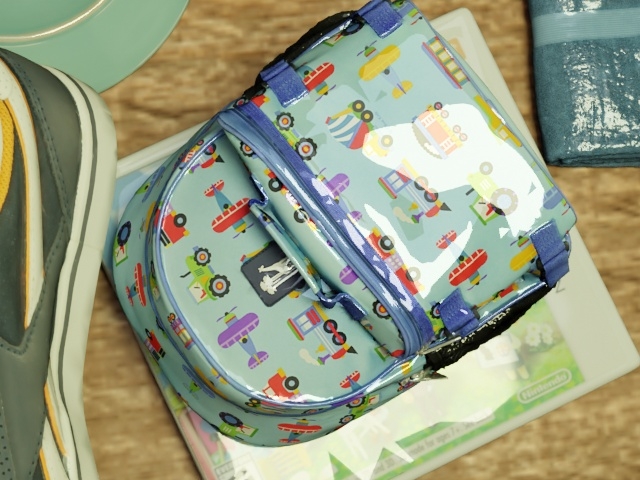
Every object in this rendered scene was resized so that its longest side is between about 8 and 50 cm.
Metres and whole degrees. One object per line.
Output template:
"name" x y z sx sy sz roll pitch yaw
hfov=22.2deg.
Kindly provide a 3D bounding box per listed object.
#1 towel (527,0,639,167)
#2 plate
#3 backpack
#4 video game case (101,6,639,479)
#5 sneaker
"towel" 0.136 -0.096 0.795 0.067 0.029 0.120 -3 83 -7
"plate" -0.148 -0.153 0.771 0.188 0.024 0.188 1 83 -8
"backpack" 0.000 0.000 0.699 0.173 0.117 0.158 -33 87 -8
"video game case" 0.017 0.017 0.768 0.212 0.023 0.193 -25 86 -9
"sneaker" -0.164 0.071 0.671 0.126 0.127 0.321 -8 76 29
